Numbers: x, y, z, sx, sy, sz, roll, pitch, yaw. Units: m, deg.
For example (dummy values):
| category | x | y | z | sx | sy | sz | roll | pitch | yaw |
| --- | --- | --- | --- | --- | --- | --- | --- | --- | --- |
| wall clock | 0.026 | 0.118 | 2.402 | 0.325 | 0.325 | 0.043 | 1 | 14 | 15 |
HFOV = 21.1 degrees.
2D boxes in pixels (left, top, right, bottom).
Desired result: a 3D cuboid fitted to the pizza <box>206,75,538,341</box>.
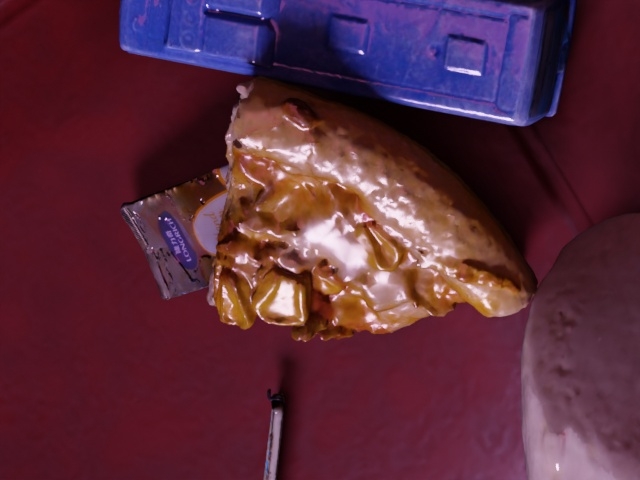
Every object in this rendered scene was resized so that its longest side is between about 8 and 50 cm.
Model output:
| category | x | y | z | sx | sy | sz | roll | pitch | yaw |
| --- | --- | --- | --- | --- | --- | --- | --- | --- | --- |
| pizza | 0.000 | 0.000 | 0.890 | 0.161 | 0.062 | 0.182 | -30 | 117 | 30 |

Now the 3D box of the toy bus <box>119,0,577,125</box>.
| category | x | y | z | sx | sy | sz | roll | pitch | yaw |
| --- | --- | --- | --- | --- | --- | --- | --- | --- | --- |
| toy bus | 0.009 | -0.116 | 0.889 | 0.236 | 0.094 | 0.079 | 12 | 98 | 16 |

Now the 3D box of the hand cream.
| category | x | y | z | sx | sy | sz | roll | pitch | yaw |
| --- | --- | --- | --- | --- | --- | --- | --- | --- | --- |
| hand cream | -0.032 | -0.018 | 0.941 | 0.163 | 0.039 | 0.062 | -22 | 104 | 20 |

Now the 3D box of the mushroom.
| category | x | y | z | sx | sy | sz | roll | pitch | yaw |
| --- | --- | --- | --- | --- | --- | --- | --- | --- | --- |
| mushroom | 0.164 | 0.163 | 0.854 | 0.128 | 0.128 | 0.350 | 1 | 99 | 17 |

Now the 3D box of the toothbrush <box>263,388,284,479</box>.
| category | x | y | z | sx | sy | sz | roll | pitch | yaw |
| --- | --- | --- | --- | --- | --- | --- | --- | --- | --- |
| toothbrush | -0.039 | 0.228 | 0.967 | 0.028 | 0.026 | 0.294 | 2 | 96 | -2 |
